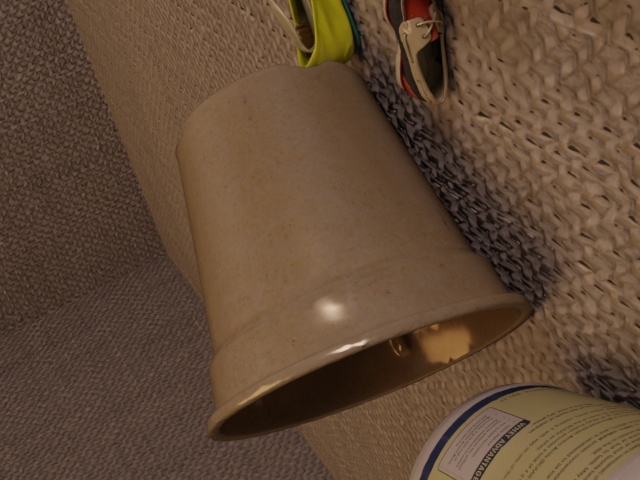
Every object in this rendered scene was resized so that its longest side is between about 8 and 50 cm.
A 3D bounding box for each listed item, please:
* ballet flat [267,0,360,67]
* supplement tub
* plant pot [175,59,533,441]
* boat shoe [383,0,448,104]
[{"bbox_3d":[-0.028,-0.280,0.797,0.077,0.077,0.231,28,142,62],"label":"ballet flat"},{"bbox_3d":[0.227,0.243,0.589,0.236,0.235,0.325,65,163,-7],"label":"supplement tub"},{"bbox_3d":[0.000,0.000,0.817,0.334,0.333,0.306,107,144,-66],"label":"plant pot"},{"bbox_3d":[0.086,-0.177,0.678,0.043,0.049,0.137,43,157,39],"label":"boat shoe"}]
